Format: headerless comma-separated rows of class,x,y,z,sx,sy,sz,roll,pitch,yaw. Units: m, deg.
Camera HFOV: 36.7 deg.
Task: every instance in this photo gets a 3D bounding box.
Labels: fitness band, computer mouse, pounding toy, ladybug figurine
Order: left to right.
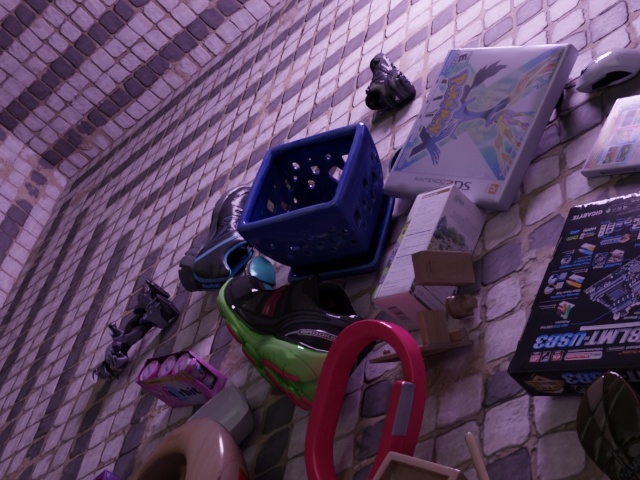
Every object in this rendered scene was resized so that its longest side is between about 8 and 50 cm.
ladybug figurine,-0.236,0.504,1.552,0.305,0.162,0.449,-25,33,43
fitness band,0.064,0.262,1.436,0.209,0.054,0.291,15,90,57
pounding toy,0.165,0.342,1.223,0.206,0.094,0.181,3,50,49
computer mouse,0.476,-0.296,1.684,0.193,0.042,0.106,-17,38,49

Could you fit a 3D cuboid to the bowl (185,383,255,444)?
bowl,-0.185,0.351,1.807,0.142,0.053,0.142,-40,24,-4

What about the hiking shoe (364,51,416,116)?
hiking shoe,0.141,-0.372,2.295,0.114,0.086,0.227,-41,26,8

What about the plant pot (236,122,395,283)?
plant pot,0.010,-0.055,1.865,0.235,0.212,0.236,-12,41,30

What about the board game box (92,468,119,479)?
board game box,-0.498,0.643,1.928,0.208,0.056,0.347,-38,26,13

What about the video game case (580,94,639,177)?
video game case,0.493,-0.168,1.500,0.143,0.019,0.157,-4,51,58

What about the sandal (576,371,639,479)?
sandal,0.363,0.242,1.081,0.090,0.060,0.219,-49,38,13

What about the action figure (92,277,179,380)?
action figure,-0.484,0.242,2.430,0.285,0.099,0.185,-50,29,4

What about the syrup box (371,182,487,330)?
syrup box,0.187,0.027,1.631,0.096,0.093,0.237,-17,39,49

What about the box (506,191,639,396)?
box,0.412,0.060,1.236,0.295,0.073,0.293,-14,42,51

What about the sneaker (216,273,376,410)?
sneaker,-0.042,0.160,1.771,0.202,0.185,0.483,-36,26,-13

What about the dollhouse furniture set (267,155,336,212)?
dollhouse furniture set,-0.066,-0.133,2.110,0.182,0.101,0.161,-64,29,8

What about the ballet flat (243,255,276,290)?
ballet flat,-0.133,0.112,2.077,0.079,0.076,0.221,-62,20,19

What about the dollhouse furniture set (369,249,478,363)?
dollhouse furniture set,0.157,0.105,1.507,0.123,0.144,0.151,-23,71,45

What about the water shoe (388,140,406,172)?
water shoe,0.212,-0.167,1.897,0.203,0.073,0.080,-32,32,34

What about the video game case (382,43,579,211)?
video game case,0.287,-0.215,1.774,0.300,0.036,0.329,11,70,51

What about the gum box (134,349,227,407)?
gum box,-0.291,0.291,2.018,0.188,0.107,0.062,-17,39,48

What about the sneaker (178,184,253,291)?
sneaker,-0.210,0.000,2.342,0.139,0.125,0.341,3,47,26
